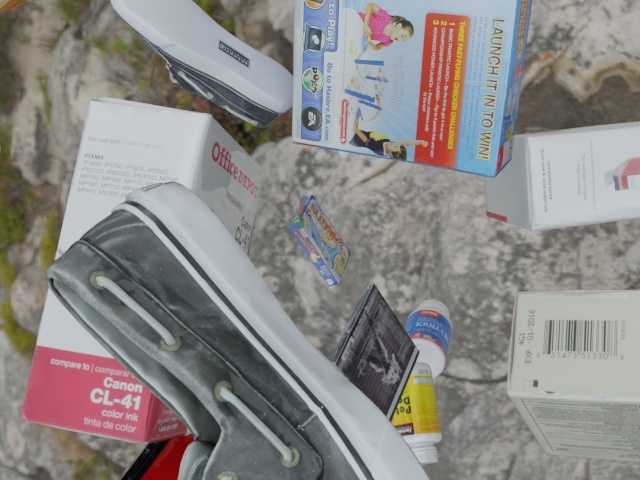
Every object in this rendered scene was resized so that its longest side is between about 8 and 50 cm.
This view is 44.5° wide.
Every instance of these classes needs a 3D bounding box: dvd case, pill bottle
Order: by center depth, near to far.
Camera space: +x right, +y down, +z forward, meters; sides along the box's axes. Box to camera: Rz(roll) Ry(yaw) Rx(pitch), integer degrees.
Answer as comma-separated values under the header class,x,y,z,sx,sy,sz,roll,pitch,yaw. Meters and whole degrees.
class,x,y,z,sx,sy,sz,roll,pitch,yaw
dvd case,0.100,0.204,1.367,0.018,0.221,0.165,3,53,37
pill bottle,0.203,0.386,1.737,0.117,0.117,0.215,-28,61,44
pill bottle,0.276,0.248,2.029,0.124,0.221,0.124,7,120,12

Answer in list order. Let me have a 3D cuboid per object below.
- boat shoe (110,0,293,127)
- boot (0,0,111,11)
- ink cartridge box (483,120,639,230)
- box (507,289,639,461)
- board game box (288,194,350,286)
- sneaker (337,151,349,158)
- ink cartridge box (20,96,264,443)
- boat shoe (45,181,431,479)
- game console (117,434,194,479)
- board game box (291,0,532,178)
class,x,y,z,sx,sy,sz,roll,pitch,yaw
boat shoe,-0.176,-0.260,1.126,0.102,0.301,0.108,-35,40,39
boot,-0.305,-0.369,1.122,0.295,0.211,0.104,-44,50,-3
ink cartridge box,0.511,-0.126,1.391,0.279,0.384,0.161,-126,30,-83
box,0.318,0.162,0.910,0.148,0.232,0.127,-3,60,26
board game box,0.000,0.000,2.012,0.035,0.201,0.136,-21,26,29
sneaker,0.130,-0.239,1.675,0.232,0.115,0.090,-12,37,18
ink cartridge box,-0.166,0.038,0.801,0.131,0.226,0.306,10,82,11
boat shoe,-0.047,0.122,0.507,0.335,0.119,0.121,50,151,2
game console,-0.182,0.280,0.878,0.085,0.144,0.124,40,118,-1
board game box,0.114,-0.263,1.037,0.301,0.086,0.308,13,116,24
